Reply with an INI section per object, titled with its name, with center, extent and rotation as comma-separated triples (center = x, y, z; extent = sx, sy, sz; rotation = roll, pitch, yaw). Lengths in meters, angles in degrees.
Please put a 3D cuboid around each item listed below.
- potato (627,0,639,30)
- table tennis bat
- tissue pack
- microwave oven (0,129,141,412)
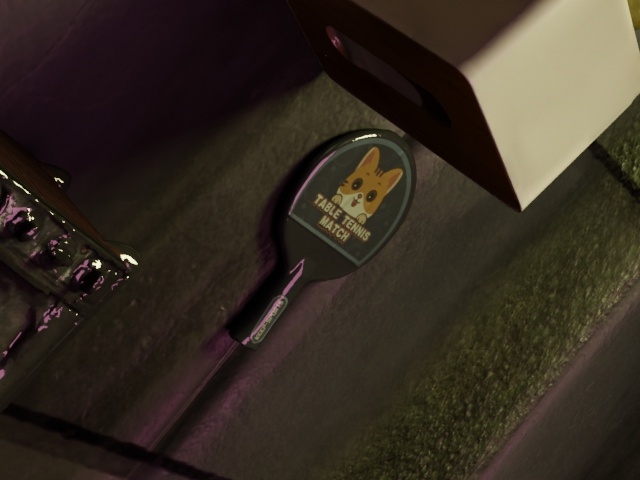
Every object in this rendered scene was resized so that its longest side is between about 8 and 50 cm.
[potato]
center = 0.227, -0.231, 1.075
extent = 0.194, 0.157, 0.157
rotation = -39, 139, -18
[table tennis bat]
center = 0.000, 0.000, 1.160
extent = 0.236, 0.027, 0.150
rotation = -52, 140, 1
[tissue pack]
center = 0.096, -0.164, 0.942
extent = 0.136, 0.246, 0.159
rotation = -42, 139, -8
[microwave oven]
center = -0.273, 0.032, 0.819
extent = 0.247, 0.188, 0.178
rotation = -48, 140, -1
